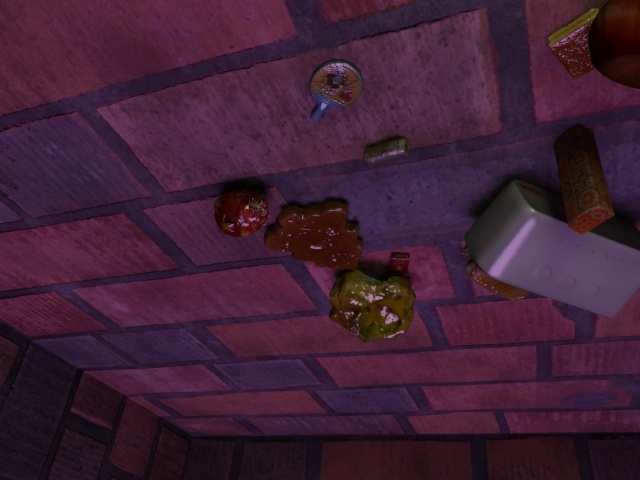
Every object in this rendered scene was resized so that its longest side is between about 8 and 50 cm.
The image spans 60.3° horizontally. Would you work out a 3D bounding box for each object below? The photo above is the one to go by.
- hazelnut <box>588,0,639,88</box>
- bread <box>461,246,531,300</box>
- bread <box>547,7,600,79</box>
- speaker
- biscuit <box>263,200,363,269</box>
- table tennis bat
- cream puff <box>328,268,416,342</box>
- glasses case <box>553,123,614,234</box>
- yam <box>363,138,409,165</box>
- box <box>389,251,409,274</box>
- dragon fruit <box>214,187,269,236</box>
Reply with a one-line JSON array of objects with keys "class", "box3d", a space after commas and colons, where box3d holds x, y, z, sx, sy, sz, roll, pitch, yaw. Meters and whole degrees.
[{"class": "hazelnut", "box3d": [0.526, -0.315, 0.854, 0.202, 0.160, 0.170, -5, 142, -42]}, {"class": "bread", "box3d": [0.487, 0.069, 1.451, 0.196, 0.102, 0.138, 26, 137, -21]}, {"class": "bread", "box3d": [0.454, -0.335, 0.943, 0.094, 0.035, 0.090, 32, 137, -31]}, {"class": "speaker", "box3d": [0.563, 0.017, 1.283, 0.406, 0.183, 0.184, 18, 125, -15]}, {"class": "biscuit", "box3d": [0.000, -0.001, 1.483, 0.278, 0.043, 0.301, -20, 138, 29]}, {"class": "table tennis bat", "box3d": [0.021, -0.292, 1.093, 0.100, 0.019, 0.155, 21, 140, -20]}, {"class": "cream puff", "box3d": [0.149, 0.203, 1.616, 0.282, 0.185, 0.282, 8, 151, 4]}, {"class": "glasses case", "box3d": [0.506, -0.123, 1.074, 0.049, 0.218, 0.075, 22, 142, -19]}, {"class": "yam", "box3d": [0.143, -0.191, 1.194, 0.094, 0.043, 0.043, -14, 140, 29]}, {"class": "box", "box3d": [0.223, 0.066, 1.557, 0.052, 0.023, 0.082, 4, 145, 6]}, {"class": "dragon fruit", "box3d": [-0.211, -0.057, 1.389, 0.125, 0.125, 0.246, 47, 157, -5]}]
